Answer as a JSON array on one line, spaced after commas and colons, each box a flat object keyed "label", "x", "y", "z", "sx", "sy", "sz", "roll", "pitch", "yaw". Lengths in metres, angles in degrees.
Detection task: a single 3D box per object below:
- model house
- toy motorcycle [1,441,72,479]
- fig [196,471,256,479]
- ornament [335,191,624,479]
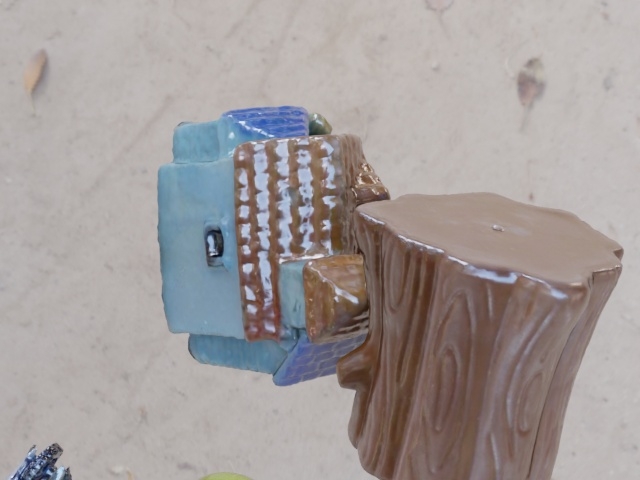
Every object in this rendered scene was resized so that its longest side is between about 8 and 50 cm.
[{"label": "model house", "x": 0.000, "y": 0.000, "z": 0.993, "sx": 0.252, "sy": 0.329, "sz": 0.295, "roll": -4, "pitch": 91, "yaw": -29}, {"label": "toy motorcycle", "x": -0.489, "y": 0.426, "z": 1.503, "sx": 0.108, "sy": 0.239, "sz": 0.204, "roll": 27, "pitch": 55, "yaw": 15}, {"label": "fig", "x": -0.197, "y": 0.623, "z": 1.854, "sx": 0.258, "sy": 0.258, "sz": 0.326, "roll": 16, "pitch": 65, "yaw": 7}, {"label": "ornament", "x": 0.121, "y": 0.089, "z": 0.788, "sx": 0.221, "sy": 0.217, "sz": 0.235, "roll": 5, "pitch": 19, "yaw": -11}]
